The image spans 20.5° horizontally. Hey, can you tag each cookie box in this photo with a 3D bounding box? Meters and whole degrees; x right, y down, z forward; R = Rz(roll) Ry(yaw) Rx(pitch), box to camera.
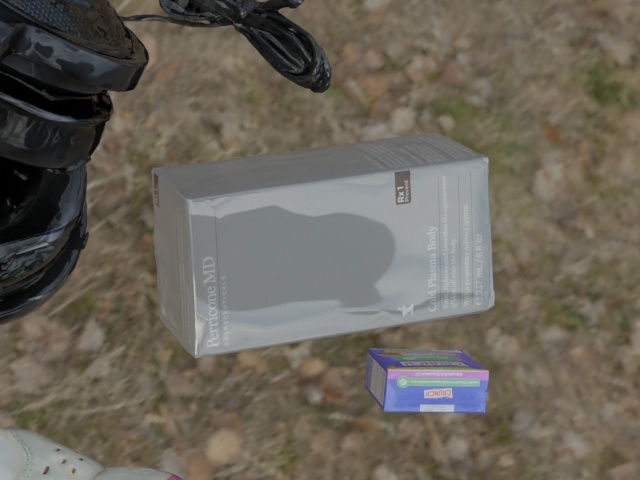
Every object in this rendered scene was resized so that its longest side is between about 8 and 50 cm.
[{"bbox_3d":[0.092,0.123,1.562,0.091,0.107,0.040,2,96,-8],"label":"cookie box"}]

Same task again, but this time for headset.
[{"bbox_3d":[-0.151,-0.048,0.943,0.185,0.243,0.394,34,45,7],"label":"headset"}]

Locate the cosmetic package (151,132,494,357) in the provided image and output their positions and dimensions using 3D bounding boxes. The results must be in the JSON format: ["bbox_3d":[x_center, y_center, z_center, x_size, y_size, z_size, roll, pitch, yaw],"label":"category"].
[{"bbox_3d":[0.000,0.000,1.314,0.238,0.107,0.127,-11,109,-21],"label":"cosmetic package"}]

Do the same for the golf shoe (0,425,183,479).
[{"bbox_3d":[-0.152,0.208,0.627,0.140,0.115,0.306,22,81,7],"label":"golf shoe"}]
